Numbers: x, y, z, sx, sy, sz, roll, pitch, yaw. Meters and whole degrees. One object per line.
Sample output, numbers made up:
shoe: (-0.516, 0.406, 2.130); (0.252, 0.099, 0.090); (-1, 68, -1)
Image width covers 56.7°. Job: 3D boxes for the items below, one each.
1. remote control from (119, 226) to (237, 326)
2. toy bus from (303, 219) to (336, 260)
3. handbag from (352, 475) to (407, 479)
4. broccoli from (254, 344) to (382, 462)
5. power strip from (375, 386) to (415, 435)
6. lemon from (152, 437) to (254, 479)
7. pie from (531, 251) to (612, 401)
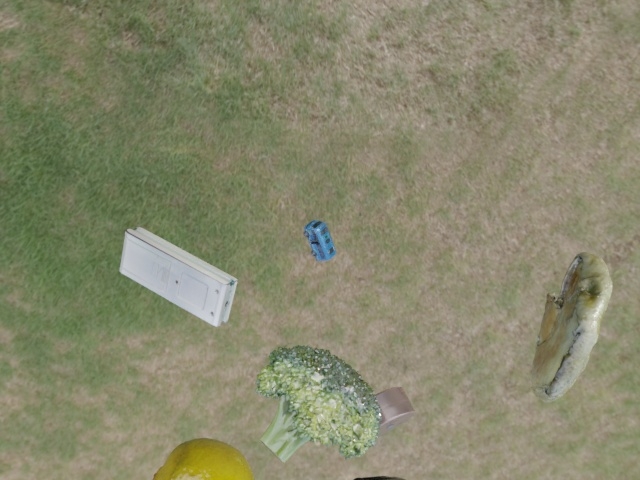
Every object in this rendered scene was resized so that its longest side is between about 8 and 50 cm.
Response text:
remote control: (-0.303, 0.072, 1.255); (0.277, 0.055, 0.103); (25, 113, 21)
toy bus: (0.000, 0.000, 1.245); (0.046, 0.038, 0.083); (0, 119, 42)
handbag: (0.092, 0.570, 1.111); (0.308, 0.093, 0.253); (24, 80, -51)
broccoli: (-0.010, 0.352, 1.300); (0.260, 0.288, 0.235); (-29, 139, -37)
power strip: (0.160, 0.445, 1.521); (0.154, 0.078, 0.154); (-23, 153, -12)
lemon: (-0.320, 0.688, 1.649); (0.293, 0.293, 0.293); (-1, 122, -2)
pie: (0.507, 0.191, 1.227); (0.075, 0.337, 0.337); (17, 122, 10)
